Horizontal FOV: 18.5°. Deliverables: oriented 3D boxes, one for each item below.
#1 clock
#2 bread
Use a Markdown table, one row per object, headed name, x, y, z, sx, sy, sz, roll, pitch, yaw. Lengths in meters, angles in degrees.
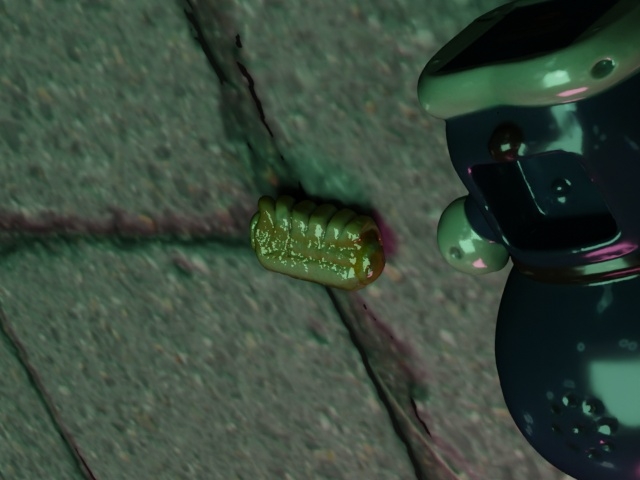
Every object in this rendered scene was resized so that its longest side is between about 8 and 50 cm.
| name | x | y | z | sx | sy | sz | roll | pitch | yaw |
| --- | --- | --- | --- | --- | --- | --- | --- | --- | --- |
| clock | 0.140 | 0.005 | 0.920 | 0.199 | 0.146 | 0.243 | -7 | 113 | 39 |
| bread | 0.000 | 0.000 | 1.119 | 0.088 | 0.033 | 0.049 | 10 | 117 | 29 |
